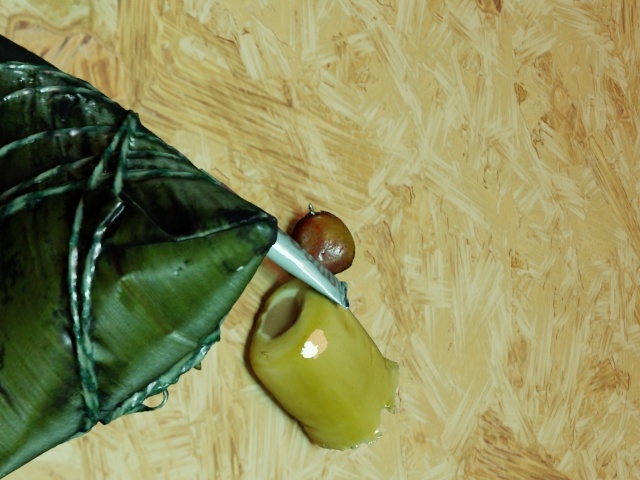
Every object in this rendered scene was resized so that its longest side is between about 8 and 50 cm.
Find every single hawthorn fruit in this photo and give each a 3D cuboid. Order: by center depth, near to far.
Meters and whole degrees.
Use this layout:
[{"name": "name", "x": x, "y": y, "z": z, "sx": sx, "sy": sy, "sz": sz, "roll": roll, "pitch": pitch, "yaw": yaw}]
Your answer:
[{"name": "hawthorn fruit", "x": 0.001, "y": 0.006, "z": 1.229, "sx": 0.077, "sy": 0.077, "sz": 0.077, "roll": 14, "pitch": 72, "yaw": -48}]

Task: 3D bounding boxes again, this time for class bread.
[{"name": "bread", "x": 0.007, "y": 0.129, "z": 1.193, "sx": 0.173, "sy": 0.085, "sz": 0.134, "roll": 51, "pitch": 47, "yaw": -30}]

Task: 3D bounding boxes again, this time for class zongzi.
[{"name": "zongzi", "x": -0.222, "y": -0.040, "z": 0.854, "sx": 0.362, "sy": 0.319, "sz": 0.383, "roll": 50, "pitch": 8, "yaw": -16}]

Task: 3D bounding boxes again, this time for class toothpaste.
[{"name": "toothpaste", "x": -0.051, "y": 0.000, "z": 1.144, "sx": 0.205, "sy": 0.036, "sz": 0.056, "roll": 37, "pitch": 21, "yaw": -17}]
